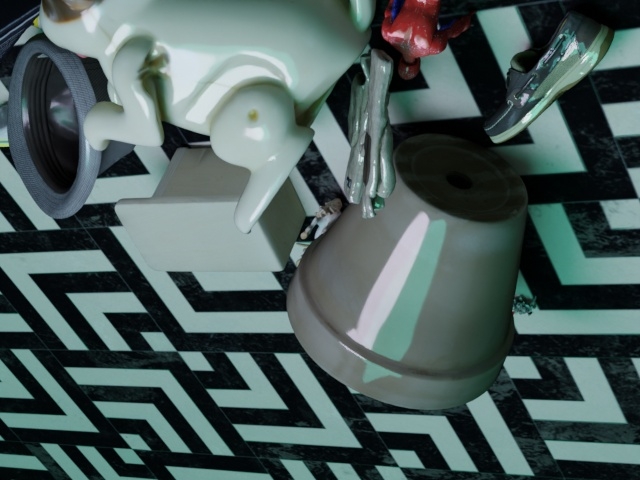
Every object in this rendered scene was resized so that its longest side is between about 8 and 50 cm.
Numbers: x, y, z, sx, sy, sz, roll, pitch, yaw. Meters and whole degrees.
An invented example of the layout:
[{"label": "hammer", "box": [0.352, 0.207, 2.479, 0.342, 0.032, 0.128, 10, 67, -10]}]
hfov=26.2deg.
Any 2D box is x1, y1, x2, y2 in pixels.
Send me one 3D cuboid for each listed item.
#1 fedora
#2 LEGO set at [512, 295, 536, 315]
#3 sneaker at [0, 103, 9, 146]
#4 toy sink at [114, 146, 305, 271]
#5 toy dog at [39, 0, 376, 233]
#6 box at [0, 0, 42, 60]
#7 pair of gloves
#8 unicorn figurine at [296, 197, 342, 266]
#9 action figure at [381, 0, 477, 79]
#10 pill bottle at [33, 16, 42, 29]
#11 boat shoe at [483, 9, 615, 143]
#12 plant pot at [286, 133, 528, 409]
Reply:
[{"label": "fedora", "box": [-0.341, -0.174, 1.960, 0.244, 0.124, 0.275, 52, 141, 29]}, {"label": "LEGO set", "box": [0.294, 0.104, 2.077, 0.054, 0.023, 0.083, 30, 144, -5]}, {"label": "sneaker", "box": [-0.421, -0.158, 2.139, 0.240, 0.091, 0.126, -7, 133, 36]}, {"label": "toy sink", "box": [-0.164, -0.049, 2.082, 0.234, 0.131, 0.153, -2, 136, 26]}, {"label": "toy dog", "box": [-0.169, -0.262, 1.705, 0.407, 0.285, 0.395, 30, 131, -6]}, {"label": "box", "box": [-0.697, -0.327, 1.844, 0.480, 0.297, 0.471, 50, 142, -6]}, {"label": "pair of gloves", "box": [0.067, -0.136, 1.707, 0.042, 0.240, 0.204, 3, 99, -6]}, {"label": "unicorn figurine", "box": [0.000, 0.000, 2.079, 0.060, 0.111, 0.162, 38, 129, 1]}, {"label": "action figure", "box": [0.140, -0.325, 1.604, 0.091, 0.139, 0.280, 21, 122, 13]}, {"label": "pill bottle", "box": [-0.407, -0.337, 1.930, 0.116, 0.065, 0.065, 23, 144, 5]}, {"label": "boat shoe", "box": [0.264, -0.203, 1.677, 0.073, 0.080, 0.223, 39, 137, -8]}, {"label": "plant pot", "box": [0.142, 0.019, 1.867, 0.323, 0.323, 0.280, 23, 128, 5]}]
